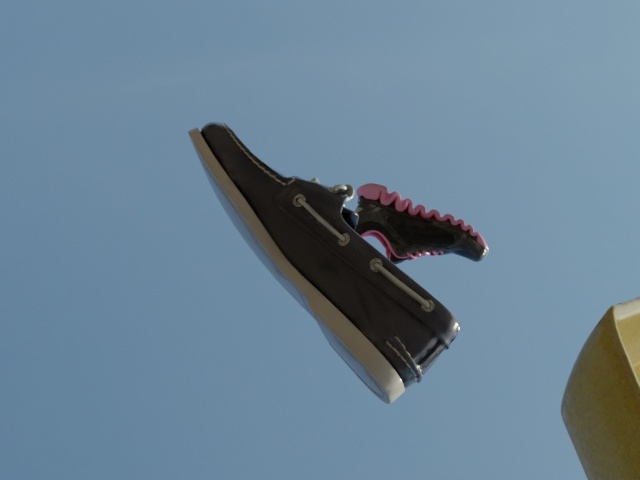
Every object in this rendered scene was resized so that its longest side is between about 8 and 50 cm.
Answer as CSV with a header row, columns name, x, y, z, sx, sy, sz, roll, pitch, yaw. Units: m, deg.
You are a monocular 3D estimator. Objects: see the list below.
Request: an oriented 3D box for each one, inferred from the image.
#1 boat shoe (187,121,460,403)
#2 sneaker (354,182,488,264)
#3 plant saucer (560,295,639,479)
name,x,y,z,sx,sy,sz,roll,pitch,yaw
boat shoe,0.000,0.000,0.961,0.065,0.075,0.206,-37,-113,-8
sneaker,0.078,-0.001,1.369,0.119,0.047,0.057,22,-104,0
plant saucer,0.290,0.200,1.235,0.081,0.332,0.333,-25,-97,27
